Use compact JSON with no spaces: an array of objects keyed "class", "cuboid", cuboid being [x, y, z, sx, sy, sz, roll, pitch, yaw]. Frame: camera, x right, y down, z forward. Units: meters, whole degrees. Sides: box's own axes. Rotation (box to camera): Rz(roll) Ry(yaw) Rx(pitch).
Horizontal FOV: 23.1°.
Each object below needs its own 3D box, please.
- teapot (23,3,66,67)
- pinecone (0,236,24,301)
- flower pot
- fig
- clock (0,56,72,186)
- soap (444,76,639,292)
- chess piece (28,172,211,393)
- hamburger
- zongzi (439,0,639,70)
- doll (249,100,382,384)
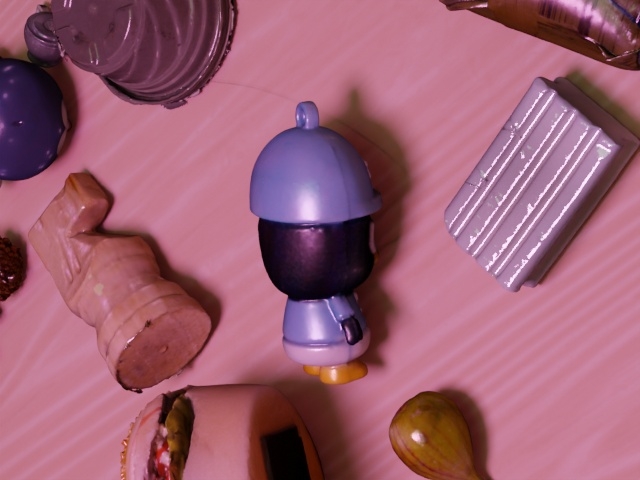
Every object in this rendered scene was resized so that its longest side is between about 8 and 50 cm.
[{"class":"teapot","cuboid":[-0.353,-0.261,2.008,0.057,0.066,0.088,-64,38,40]},{"class":"pinecone","cuboid":[-0.443,0.039,2.073,0.109,0.102,0.102,5,98,64]},{"class":"flower pot","cuboid":[-0.230,-0.275,1.871,0.235,0.140,0.235,4,97,36]},{"class":"fig","cuboid":[0.140,0.238,1.692,0.166,0.093,0.093,52,119,21]},{"class":"clock","cuboid":[-0.432,-0.155,2.019,0.243,0.146,0.199,6,102,40]},{"class":"soap","cuboid":[0.224,-0.058,1.622,0.119,0.066,0.198,45,117,24]},{"class":"chess piece","cuboid":[-0.268,0.044,1.950,0.301,0.137,0.137,46,118,34]},{"class":"hamburger","cuboid":[-0.105,0.295,1.749,0.170,0.302,0.302,-13,87,18]},{"class":"zongzi","cuboid":[0.266,-0.334,1.543,0.260,0.123,0.289,24,103,26]},{"class":"doll","cuboid":[0.000,0.000,1.741,0.177,0.141,0.314,23,123,62]}]
